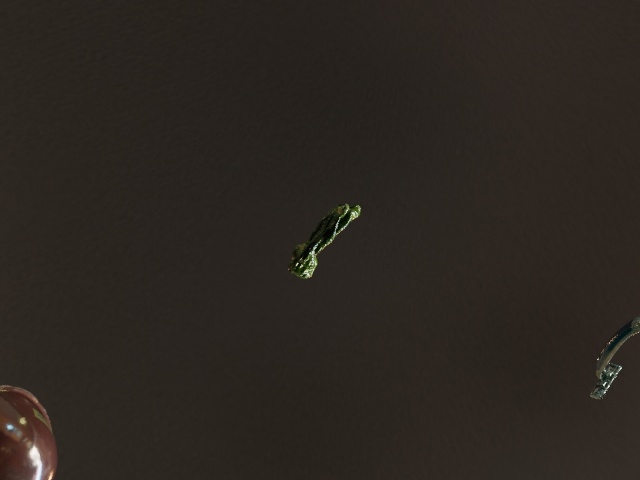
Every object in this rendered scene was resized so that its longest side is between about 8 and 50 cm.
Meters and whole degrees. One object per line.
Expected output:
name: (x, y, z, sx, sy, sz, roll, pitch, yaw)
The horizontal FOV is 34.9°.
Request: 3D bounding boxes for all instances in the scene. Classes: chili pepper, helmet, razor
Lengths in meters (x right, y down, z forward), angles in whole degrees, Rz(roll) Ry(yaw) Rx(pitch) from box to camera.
chili pepper: (-0.001, -0.001, 0.924, 0.091, 0.034, 0.030, -50, -128, 18)
helmet: (-0.376, 0.273, 1.221, 0.155, 0.106, 0.175, -31, -48, -26)
razor: (0.423, 0.156, 1.447, 0.037, 0.068, 0.191, 32, -30, 17)
